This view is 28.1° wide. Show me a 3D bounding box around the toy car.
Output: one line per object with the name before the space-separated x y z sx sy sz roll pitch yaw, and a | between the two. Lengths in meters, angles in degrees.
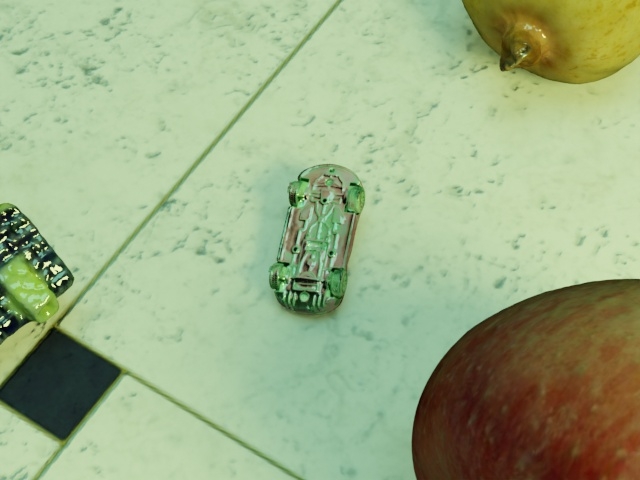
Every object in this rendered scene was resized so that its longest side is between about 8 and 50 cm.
toy car | 0.000 0.000 1.153 0.069 0.055 0.142 6 67 17

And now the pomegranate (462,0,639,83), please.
pomegranate | 0.240 -0.250 1.229 0.207 0.207 0.207 -1 57 2

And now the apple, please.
apple | 0.238 0.165 0.873 0.269 0.345 0.345 -31 60 -18

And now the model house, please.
model house | -0.343 0.030 1.085 0.211 0.170 0.194 37 63 23
